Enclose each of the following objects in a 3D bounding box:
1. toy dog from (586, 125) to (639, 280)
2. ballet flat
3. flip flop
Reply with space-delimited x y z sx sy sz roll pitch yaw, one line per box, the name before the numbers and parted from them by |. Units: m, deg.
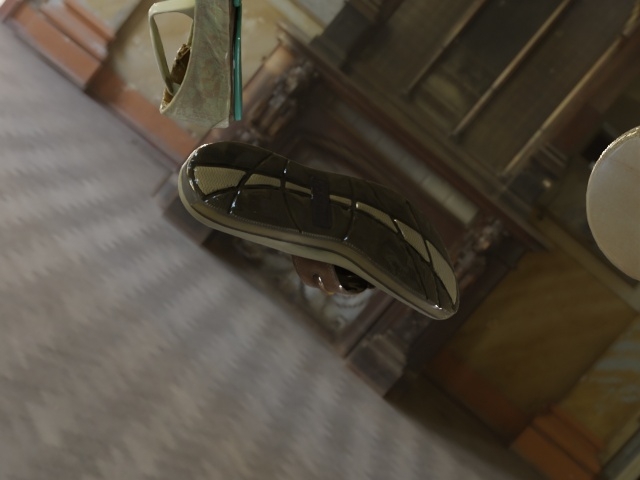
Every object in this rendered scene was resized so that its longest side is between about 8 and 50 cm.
toy dog | 0.273 0.066 0.542 0.220 0.161 0.333 -43 107 -47
ballet flat | -0.062 -0.126 0.552 0.052 0.168 0.057 5 40 -4
flip flop | 0.000 0.000 0.940 0.277 0.080 0.112 19 46 -21
